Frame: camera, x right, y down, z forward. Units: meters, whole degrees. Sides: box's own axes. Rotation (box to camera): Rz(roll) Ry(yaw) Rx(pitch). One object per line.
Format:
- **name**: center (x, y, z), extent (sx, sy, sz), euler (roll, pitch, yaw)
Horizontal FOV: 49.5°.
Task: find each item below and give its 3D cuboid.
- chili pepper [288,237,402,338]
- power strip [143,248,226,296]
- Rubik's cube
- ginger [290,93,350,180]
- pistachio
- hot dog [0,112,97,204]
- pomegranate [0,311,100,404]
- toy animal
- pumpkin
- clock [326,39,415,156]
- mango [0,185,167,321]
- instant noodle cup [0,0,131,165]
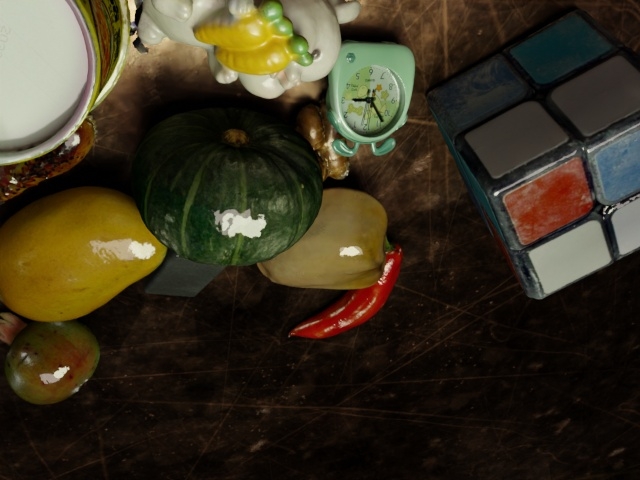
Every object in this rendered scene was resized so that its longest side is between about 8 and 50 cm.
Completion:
- **chili pepper**: center (0.076, 0.109, 1.477), extent (0.137, 0.092, 0.368), euler (23, 118, -20)
- **power strip**: center (-0.239, 0.038, 1.243), extent (0.105, 0.070, 0.257), euler (6, 160, -24)
- **Rubik's cube**: center (0.409, -0.147, 1.202), extent (0.313, 0.318, 0.316), euler (-28, 132, 9)
- **ginger**: center (-0.007, -0.173, 1.208), extent (0.103, 0.073, 0.162), euler (-22, 123, -21)
- **pistachio**: center (0.000, 0.000, 1.312), extent (0.260, 0.163, 0.212), euler (-8, 113, 5)
- **hot dog**: center (-0.478, -0.142, 1.067), extent (0.270, 0.082, 0.162), euler (-30, 132, 10)
- **pomegranate**: center (-0.529, 0.207, 1.321), extent (0.210, 0.180, 0.180), euler (40, 114, -1)
- **toy animal**: center (-0.094, -0.307, 0.955), extent (0.310, 0.247, 0.183), euler (14, 134, -16)
- **pumpkin**: center (-0.142, -0.083, 1.089), extent (0.300, 0.300, 0.207), euler (-3, 125, -17)
- **clock**: center (0.074, -0.232, 1.143), extent (0.148, 0.060, 0.188), euler (-3, 109, -24)
- **mango**: center (-0.403, 0.020, 1.154), extent (0.317, 0.173, 0.211), euler (-21, 114, 15)
- **instant noodle cup**: center (-0.394, -0.246, 0.841), extent (0.325, 0.254, 0.325), euler (-7, 118, -12)
